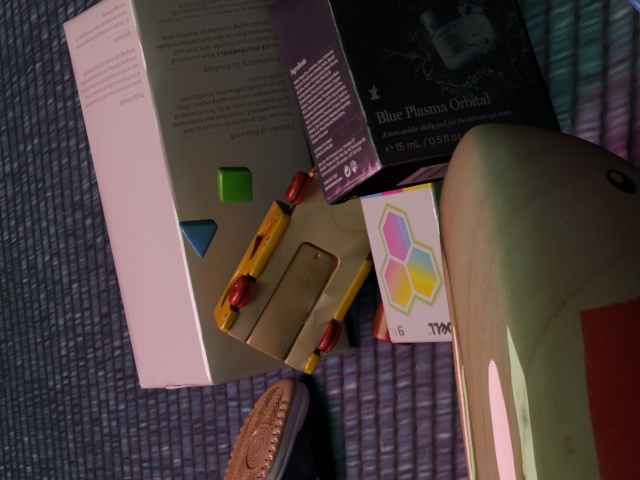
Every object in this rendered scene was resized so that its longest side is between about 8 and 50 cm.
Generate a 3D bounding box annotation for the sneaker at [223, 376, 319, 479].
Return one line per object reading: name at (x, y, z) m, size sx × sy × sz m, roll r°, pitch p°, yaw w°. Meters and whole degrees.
sneaker at (-0.018, 0.284, 1.708) m, size 0.099 × 0.153 × 0.282 m, roll -13°, pitch 60°, yaw 65°

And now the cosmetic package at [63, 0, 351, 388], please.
cosmetic package at (-0.111, -0.053, 1.655) m, size 0.197 × 0.155 × 0.365 m, roll -7°, pitch 96°, yaw 63°

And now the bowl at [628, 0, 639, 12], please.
bowl at (0.266, -0.240, 0.777) m, size 0.391 × 0.077 × 0.391 m, roll -8°, pitch 78°, yaw 42°

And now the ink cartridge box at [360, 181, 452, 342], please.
ink cartridge box at (0.097, 0.027, 1.397) m, size 0.109 × 0.062 × 0.209 m, roll -7°, pitch 96°, yaw 62°

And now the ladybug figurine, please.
ladybug figurine at (0.177, 0.141, 1.134) m, size 0.305 × 0.162 × 0.449 m, roll -89°, pitch -8°, yaw -77°

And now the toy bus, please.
toy bus at (-0.010, 0.008, 1.511) m, size 0.104 × 0.202 × 0.191 m, roll -129°, pitch 23°, yaw -75°

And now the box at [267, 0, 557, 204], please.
box at (0.066, -0.124, 1.289) m, size 0.093 × 0.156 × 0.158 m, roll -34°, pitch 71°, yaw 60°
